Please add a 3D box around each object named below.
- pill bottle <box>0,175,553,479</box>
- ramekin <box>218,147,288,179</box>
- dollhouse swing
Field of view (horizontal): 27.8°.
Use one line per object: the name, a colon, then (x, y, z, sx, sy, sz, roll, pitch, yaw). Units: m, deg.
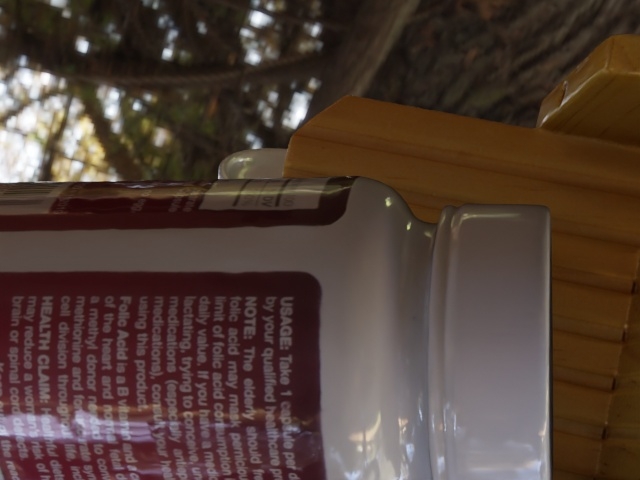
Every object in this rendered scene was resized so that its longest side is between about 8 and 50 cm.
pill bottle: (-0.052, 0.072, 0.816, 0.392, 0.224, 0.224, 0, -139, 11)
ramekin: (0.000, 0.000, 1.556, 0.277, 0.135, 0.277, 13, -160, -5)
dollhouse swing: (0.109, 0.032, 0.896, 0.304, 0.315, 0.347, 14, -99, -2)
